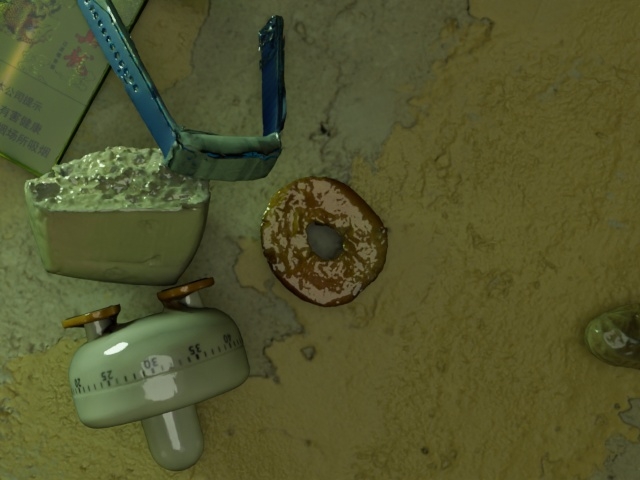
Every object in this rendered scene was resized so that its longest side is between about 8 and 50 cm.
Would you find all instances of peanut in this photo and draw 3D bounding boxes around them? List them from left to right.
[{"bbox_3d":[0.458,0.139,1.864,0.194,0.083,0.093,8,56,-10],"label":"peanut"}]

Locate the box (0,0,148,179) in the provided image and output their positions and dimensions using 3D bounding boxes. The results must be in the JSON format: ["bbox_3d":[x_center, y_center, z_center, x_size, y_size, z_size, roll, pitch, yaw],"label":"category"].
[{"bbox_3d":[-0.364,-0.255,1.792,0.173,0.043,0.311,29,89,-6],"label":"box"}]

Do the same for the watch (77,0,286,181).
[{"bbox_3d":[-0.175,-0.208,1.707,0.276,0.068,0.275,9,56,-19],"label":"watch"}]

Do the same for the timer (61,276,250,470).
[{"bbox_3d":[-0.202,0.188,1.732,0.233,0.233,0.240,-16,90,-4],"label":"timer"}]

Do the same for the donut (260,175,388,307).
[{"bbox_3d":[0.000,0.000,1.827,0.162,0.065,0.178,-37,94,-8],"label":"donut"}]

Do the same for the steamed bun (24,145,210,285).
[{"bbox_3d":[-0.270,-0.049,1.737,0.225,0.200,0.170,5,47,-17],"label":"steamed bun"}]
